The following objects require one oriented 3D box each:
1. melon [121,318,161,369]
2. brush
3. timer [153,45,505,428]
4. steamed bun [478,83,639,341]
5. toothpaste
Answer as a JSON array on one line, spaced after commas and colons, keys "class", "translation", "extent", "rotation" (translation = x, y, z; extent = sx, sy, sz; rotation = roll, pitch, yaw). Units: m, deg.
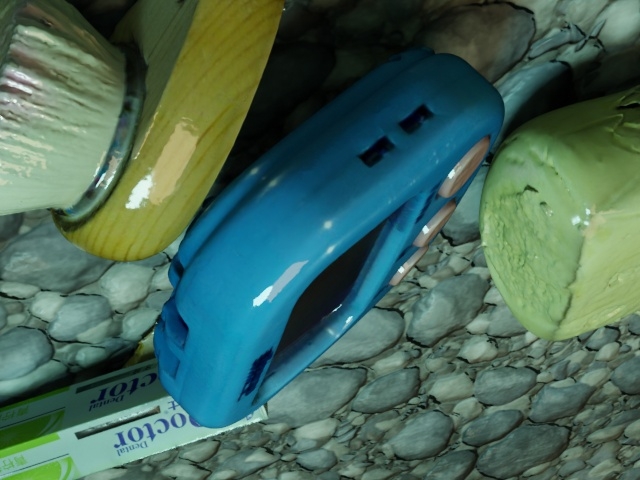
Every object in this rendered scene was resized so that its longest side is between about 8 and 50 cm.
[{"class": "melon", "translation": [-0.152, 0.125, 1.366], "extent": [0.098, 0.054, 0.182], "rotation": [26, 124, -26]}, {"class": "brush", "translation": [-0.151, -0.117, 0.966], "extent": [0.166, 0.174, 0.267], "rotation": [22, 118, -31]}, {"class": "timer", "translation": [0.000, 0.000, 1.102], "extent": [0.309, 0.115, 0.340], "rotation": [-41, 168, -27]}, {"class": "steamed bun", "translation": [0.267, -0.037, 1.269], "extent": [0.232, 0.166, 0.273], "rotation": [-25, 151, -16]}, {"class": "toothpaste", "translation": [-0.217, 0.178, 1.319], "extent": [0.336, 0.081, 0.067], "rotation": [-19, 119, 7]}]
